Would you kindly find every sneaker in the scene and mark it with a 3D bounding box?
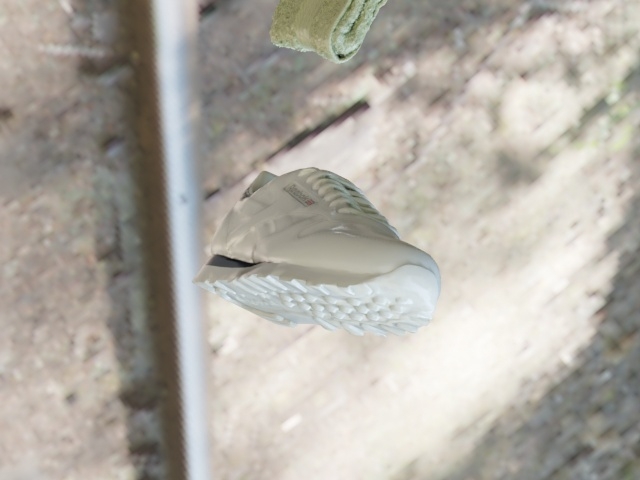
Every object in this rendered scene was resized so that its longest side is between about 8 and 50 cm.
[{"bbox_3d":[0.000,0.000,1.057,0.090,0.235,0.095,32,77,-29],"label":"sneaker"}]

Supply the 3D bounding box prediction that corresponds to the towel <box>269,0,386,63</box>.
[{"bbox_3d":[0.020,-0.194,1.192,0.027,0.110,0.148,26,89,-31],"label":"towel"}]
